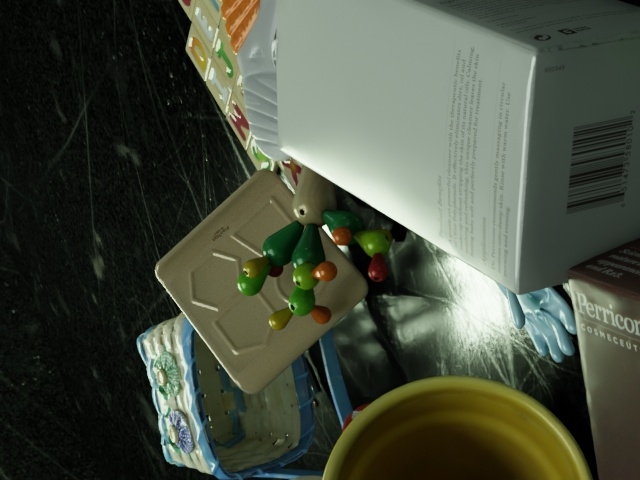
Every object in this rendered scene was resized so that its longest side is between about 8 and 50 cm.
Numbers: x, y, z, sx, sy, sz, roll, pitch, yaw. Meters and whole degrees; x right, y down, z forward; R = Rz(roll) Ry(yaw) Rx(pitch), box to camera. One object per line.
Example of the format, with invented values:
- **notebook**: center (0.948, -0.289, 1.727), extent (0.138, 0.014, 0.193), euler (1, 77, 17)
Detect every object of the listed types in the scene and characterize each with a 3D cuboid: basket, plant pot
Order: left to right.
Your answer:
- **basket**: center (-0.080, 0.183, 1.796), extent (0.289, 0.201, 0.254), euler (-13, 91, 39)
- **plant pot**: center (0.129, 0.287, 1.412), extent (0.254, 0.254, 0.239), euler (59, 170, 22)

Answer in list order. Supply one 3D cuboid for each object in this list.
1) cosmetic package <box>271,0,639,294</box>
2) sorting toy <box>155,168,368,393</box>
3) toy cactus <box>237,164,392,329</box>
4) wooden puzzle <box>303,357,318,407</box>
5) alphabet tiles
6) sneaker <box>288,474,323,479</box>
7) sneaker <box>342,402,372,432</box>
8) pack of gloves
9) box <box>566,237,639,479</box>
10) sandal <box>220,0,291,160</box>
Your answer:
- **cosmetic package**: center (0.112, -0.121, 1.179), extent (0.365, 0.155, 0.197), euler (37, 133, 51)
- **sorting toy**: center (-0.070, 0.047, 1.694), extent (0.208, 0.193, 0.038), euler (50, -175, 25)
- **toy cactus**: center (0.000, 0.000, 1.588), extent (0.219, 0.112, 0.180), euler (-25, 53, 49)
- **wooden puzzle**: center (-0.022, 0.182, 1.900), extent (0.083, 0.006, 0.049), euler (68, 156, 3)
- **alphabet tiles**: center (-0.088, -0.230, 1.704), extent (0.342, 0.011, 0.285), euler (59, 154, 21)
- **sneaker**: center (0.108, 0.392, 1.583), extent (0.366, 0.137, 0.210), euler (48, 151, -5)
- **sneaker**: center (0.120, 0.285, 1.635), extent (0.221, 0.087, 0.128), euler (47, 166, 36)
- **pack of gloves**: center (0.173, -0.006, 1.298), extent (0.232, 0.046, 0.195), euler (58, 154, 22)
- **box**: center (0.314, 0.191, 1.054), extent (0.191, 0.143, 0.381), euler (21, 126, 59)
- **sandal**: center (-0.043, -0.213, 1.523), extent (0.102, 0.076, 0.265), euler (-13, 83, 44)
